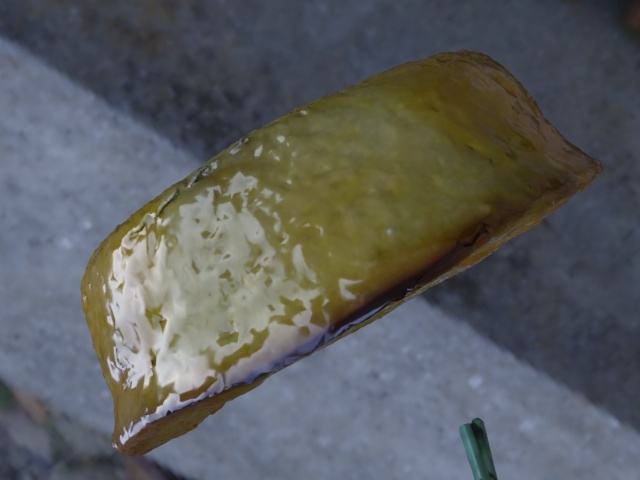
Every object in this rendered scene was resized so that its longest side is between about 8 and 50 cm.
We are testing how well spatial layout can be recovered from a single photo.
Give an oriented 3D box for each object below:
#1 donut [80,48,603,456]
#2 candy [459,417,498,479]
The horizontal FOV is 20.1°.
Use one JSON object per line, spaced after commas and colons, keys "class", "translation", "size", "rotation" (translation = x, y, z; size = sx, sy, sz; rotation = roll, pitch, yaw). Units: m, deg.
{"class": "donut", "translation": [0.000, 0.000, 0.974], "size": [0.110, 0.303, 0.303], "rotation": [60, 151, 5]}
{"class": "candy", "translation": [0.115, 0.182, 1.213], "size": [0.262, 0.073, 0.077], "rotation": [-97, -12, -71]}
